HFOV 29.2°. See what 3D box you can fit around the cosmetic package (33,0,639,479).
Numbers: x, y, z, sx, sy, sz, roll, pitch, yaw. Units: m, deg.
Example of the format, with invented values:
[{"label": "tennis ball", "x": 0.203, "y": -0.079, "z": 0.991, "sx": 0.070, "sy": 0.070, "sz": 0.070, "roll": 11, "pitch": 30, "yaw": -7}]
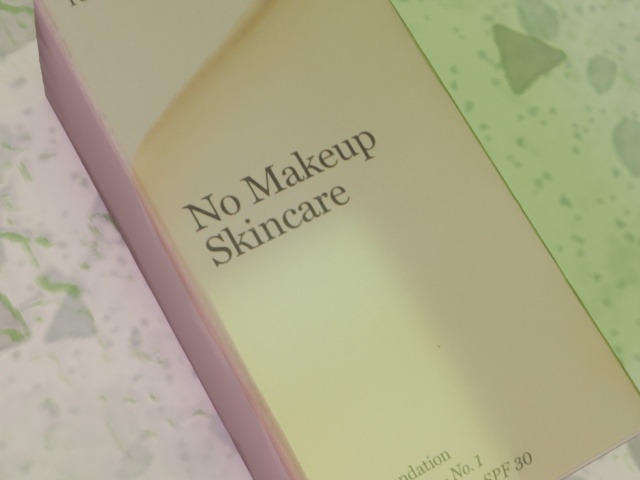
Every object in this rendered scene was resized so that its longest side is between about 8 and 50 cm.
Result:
[{"label": "cosmetic package", "x": 0.000, "y": 0.000, "z": 0.598, "sx": 0.160, "sy": 0.113, "sz": 0.309, "roll": -27, "pitch": 77, "yaw": -17}]
